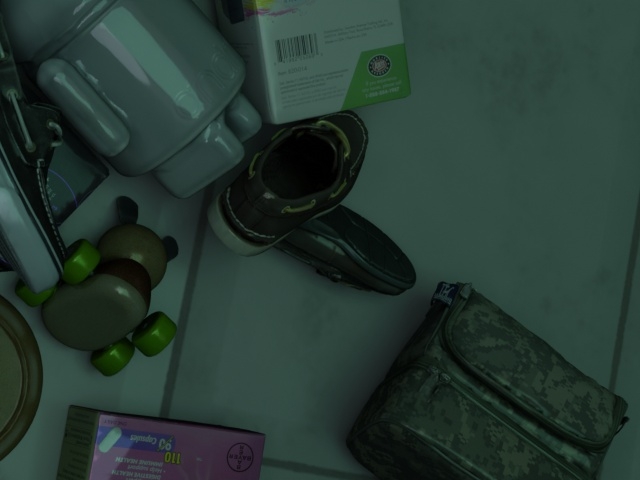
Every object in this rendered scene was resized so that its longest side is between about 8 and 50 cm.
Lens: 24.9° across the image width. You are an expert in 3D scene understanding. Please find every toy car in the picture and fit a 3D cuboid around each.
[{"bbox_3d":[-0.239,0.034,1.715,0.155,0.149,0.188,47,41,-21],"label":"toy car"}]

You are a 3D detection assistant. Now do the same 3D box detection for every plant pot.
[{"bbox_3d":[-0.427,0.159,1.646,0.236,0.032,0.236,2,87,-27],"label":"plant pot"}]

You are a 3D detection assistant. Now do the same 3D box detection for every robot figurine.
[{"bbox_3d":[-0.226,-0.216,1.667,0.353,0.200,0.300,47,31,-18],"label":"robot figurine"}]

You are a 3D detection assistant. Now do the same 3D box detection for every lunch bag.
[{"bbox_3d":[0.218,0.226,1.845,0.305,0.212,0.256,36,61,1],"label":"lunch bag"}]

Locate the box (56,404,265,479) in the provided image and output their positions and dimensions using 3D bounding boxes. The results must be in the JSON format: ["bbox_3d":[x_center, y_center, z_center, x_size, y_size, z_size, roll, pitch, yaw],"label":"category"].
[{"bbox_3d":[-0.199,0.329,1.705,0.214,0.117,0.242,12,83,-26],"label":"box"}]

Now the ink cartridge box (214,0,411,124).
[{"bbox_3d":[-0.022,-0.336,1.789,0.207,0.119,0.353,-14,105,-27],"label":"ink cartridge box"}]

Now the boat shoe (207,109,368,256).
[{"bbox_3d":[-0.016,-0.089,1.752,0.116,0.097,0.324,48,37,1],"label":"boat shoe"}]

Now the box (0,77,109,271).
[{"bbox_3d":[-0.397,-0.110,1.607,0.270,0.143,0.165,47,70,-17],"label":"box"}]

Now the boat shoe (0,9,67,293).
[{"bbox_3d":[-0.321,-0.114,1.496,0.119,0.121,0.335,-24,96,-20],"label":"boat shoe"}]

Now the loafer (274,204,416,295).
[{"bbox_3d":[0.000,0.000,1.851,0.267,0.084,0.096,32,33,-23],"label":"loafer"}]
